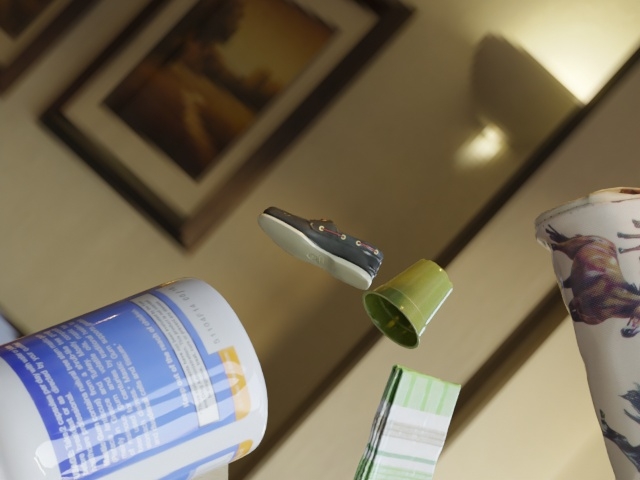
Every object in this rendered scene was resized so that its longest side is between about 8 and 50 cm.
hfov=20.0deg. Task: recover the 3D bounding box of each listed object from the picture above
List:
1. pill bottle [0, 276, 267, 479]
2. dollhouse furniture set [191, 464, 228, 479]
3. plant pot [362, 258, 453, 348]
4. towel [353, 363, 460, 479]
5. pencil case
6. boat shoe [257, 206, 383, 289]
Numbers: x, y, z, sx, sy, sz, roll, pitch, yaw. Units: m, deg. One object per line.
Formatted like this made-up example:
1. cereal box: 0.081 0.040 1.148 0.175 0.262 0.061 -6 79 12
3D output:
1. pill bottle: -0.190 0.139 1.376 0.152 0.272 0.152 39 -41 44
2. dollhouse furniture set: -0.170 0.217 1.816 0.161 0.212 0.242 -20 -28 40
3. plant pot: 0.103 0.063 2.007 0.083 0.079 0.083 37 -26 21
4. towel: 0.064 0.183 1.521 0.023 0.152 0.113 17 -3 32
5. pencil case: 0.329 0.149 1.692 0.183 0.160 0.410 2 70 -68
6. boat shoe: 0.000 0.001 1.832 0.133 0.042 0.049 28 -25 3
